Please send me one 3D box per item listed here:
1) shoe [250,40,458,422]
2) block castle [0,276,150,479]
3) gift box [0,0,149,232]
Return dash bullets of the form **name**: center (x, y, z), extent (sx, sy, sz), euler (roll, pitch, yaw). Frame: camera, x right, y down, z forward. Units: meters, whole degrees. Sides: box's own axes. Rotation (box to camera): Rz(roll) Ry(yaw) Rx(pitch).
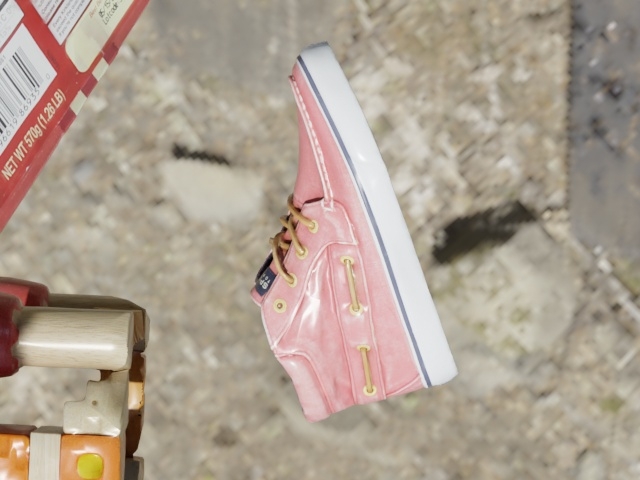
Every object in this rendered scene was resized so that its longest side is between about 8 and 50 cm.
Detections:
- **shoe**: center (0.000, 0.000, 0.937), extent (0.081, 0.063, 0.178), euler (-20, 108, 1)
- **block castle**: center (-0.280, 0.266, 1.850), extent (0.212, 0.303, 0.453), euler (3, 91, -1)
- **gift box**: center (-0.255, -0.143, 1.014), extent (0.258, 0.255, 0.276), euler (14, 147, 32)
